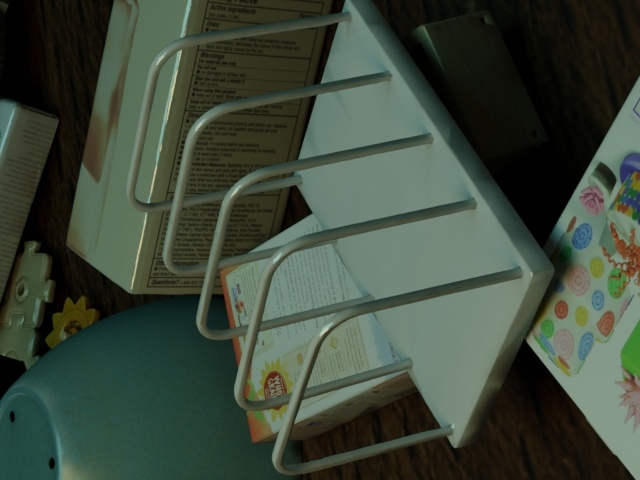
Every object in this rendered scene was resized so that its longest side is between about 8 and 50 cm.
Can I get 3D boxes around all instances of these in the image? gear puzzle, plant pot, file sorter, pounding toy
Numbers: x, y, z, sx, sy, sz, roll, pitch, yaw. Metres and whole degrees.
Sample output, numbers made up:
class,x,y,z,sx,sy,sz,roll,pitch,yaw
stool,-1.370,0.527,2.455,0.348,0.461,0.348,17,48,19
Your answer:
class,x,y,z,sx,sy,sz,roll,pitch,yaw
gear puzzle,-0.321,0.089,2.043,0.339,0.044,0.175,-1,78,50
plant pot,-0.179,0.194,1.719,0.290,0.195,0.290,-1,88,53
file sorter,0.000,0.000,1.359,0.277,0.173,0.193,59,149,33
pounding toy,0.091,-0.102,1.467,0.141,0.100,0.130,-34,77,50

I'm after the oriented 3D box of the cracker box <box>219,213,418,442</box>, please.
class,x,y,z,sx,sy,sz,roll,pitch,yaw
cracker box,0.017,0.060,1.567,0.232,0.067,0.155,-30,66,50

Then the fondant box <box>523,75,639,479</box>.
class,x,y,z,sx,sy,sz,roll,pitch,yaw
fondant box,0.277,0.000,1.198,0.238,0.096,0.330,54,129,39

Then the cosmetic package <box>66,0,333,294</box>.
class,x,y,z,sx,sy,sz,roll,pitch,yaw
cosmetic package,-0.105,-0.111,1.667,0.129,0.153,0.296,32,113,48

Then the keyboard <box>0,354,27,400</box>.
class,x,y,z,sx,sy,sz,roll,pitch,yaw
keyboard,-0.259,0.257,1.855,0.033,0.201,0.317,-25,71,13

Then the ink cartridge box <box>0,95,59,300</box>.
class,x,y,z,sx,sy,sz,roll,pitch,yaw
ink cartridge box,-0.434,-0.014,2.122,0.324,0.071,0.330,20,93,51

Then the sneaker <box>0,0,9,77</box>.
class,x,y,z,sx,sy,sz,roll,pitch,yaw
sneaker,-0.403,-0.215,2.061,0.146,0.122,0.330,-32,37,54
